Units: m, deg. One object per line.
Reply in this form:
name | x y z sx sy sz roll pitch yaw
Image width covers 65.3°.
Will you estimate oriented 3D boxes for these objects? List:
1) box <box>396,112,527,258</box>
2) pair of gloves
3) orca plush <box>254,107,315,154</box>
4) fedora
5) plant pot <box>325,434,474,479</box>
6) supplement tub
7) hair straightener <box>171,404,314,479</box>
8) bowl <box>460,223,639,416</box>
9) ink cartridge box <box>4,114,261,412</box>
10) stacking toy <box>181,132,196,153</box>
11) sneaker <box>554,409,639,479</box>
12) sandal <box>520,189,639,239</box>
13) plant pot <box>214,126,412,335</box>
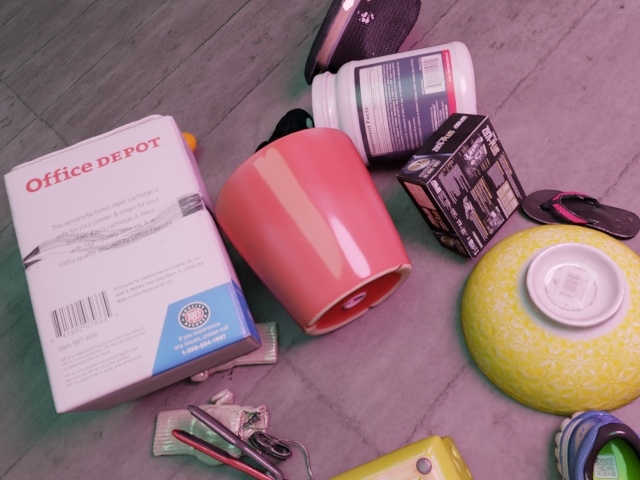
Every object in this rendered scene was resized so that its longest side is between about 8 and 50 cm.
box | 0.229 -0.087 0.802 0.147 0.180 0.077 -47 33 -9
pair of gloves | -0.179 0.249 0.846 0.204 0.042 0.240 -1 65 17
orca plush | -0.101 -0.162 0.995 0.151 0.102 0.287 31 76 28
fedora | 0.103 -0.437 1.013 0.152 0.334 0.334 29 73 -4
plant pot | 0.102 0.374 0.600 0.228 0.207 0.227 -24 59 3
supplement tub | 0.137 -0.240 0.909 0.272 0.191 0.191 -6 62 14
hair straightener | -0.105 0.307 0.756 0.230 0.047 0.089 26 75 7
bowl | 0.345 0.086 0.700 0.289 0.156 0.290 -7 62 13
ink cartridge box | -0.299 0.035 0.817 0.285 0.166 0.395 -21 73 -5
stacking toy | -0.395 -0.142 1.063 0.301 0.166 0.175 -37 75 -16
sneaker | 0.348 0.364 0.559 0.129 0.147 0.330 -11 67 12
sandal | 0.422 -0.051 0.811 0.179 0.040 0.067 16 70 24
plant pot | 0.000 0.000 0.802 0.274 0.275 0.243 -32 70 0
